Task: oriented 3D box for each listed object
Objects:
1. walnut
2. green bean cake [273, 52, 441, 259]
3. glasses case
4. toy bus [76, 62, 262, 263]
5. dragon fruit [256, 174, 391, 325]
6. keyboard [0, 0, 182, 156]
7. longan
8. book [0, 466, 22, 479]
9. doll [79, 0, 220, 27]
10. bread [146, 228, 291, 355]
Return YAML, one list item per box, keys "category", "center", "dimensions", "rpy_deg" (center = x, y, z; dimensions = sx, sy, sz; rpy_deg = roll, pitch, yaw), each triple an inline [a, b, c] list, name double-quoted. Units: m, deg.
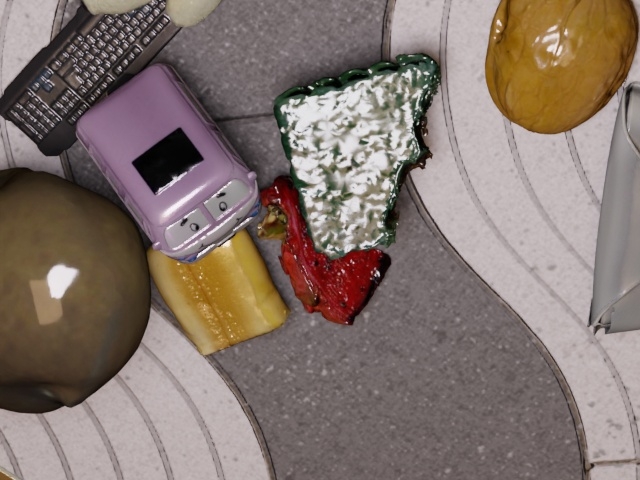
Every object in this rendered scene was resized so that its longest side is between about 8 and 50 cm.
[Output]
- category: "walnut"
  center: [0.271, -0.205, 1.790]
  dimensions: [0.167, 0.087, 0.211]
  rpy_deg: [12, 113, -3]
- category: "green bean cake"
  center: [0.061, -0.097, 1.824]
  dimensions: [0.193, 0.107, 0.208]
  rpy_deg: [-14, 96, 3]
- category: "glasses case"
  center: [0.387, -0.022, 1.850]
  dimensions: [0.128, 0.083, 0.308]
  rpy_deg: [5, 112, 5]
- category: "toy bus"
  center: [-0.169, -0.084, 1.818]
  dimensions: [0.142, 0.142, 0.202]
  rpy_deg: [-36, 79, -4]
- category: "dragon fruit"
  center: [-0.004, 0.008, 1.900]
  dimensions: [0.122, 0.092, 0.192]
  rpy_deg: [-26, 107, 15]
- category: "keyboard"
  center: [-0.267, -0.211, 1.882]
  dimensions: [0.106, 0.016, 0.262]
  rpy_deg: [43, 110, -11]
- category: "longan"
  center: [-0.333, 0.054, 1.833]
  dimensions: [0.288, 0.288, 0.350]
  rpy_deg: [54, 151, -14]
- category: "book"
  center: [-0.406, 0.374, 2.131]
  dimensions: [0.172, 0.012, 0.118]
  rpy_deg: [35, 111, -8]
- category: "doll"
  center: [-0.153, -0.338, 1.770]
  dimensions: [0.278, 0.175, 0.149]
  rpy_deg: [-10, 72, 11]
- category: "bread"
  center: [-0.124, 0.050, 1.933]
  dimensions: [0.134, 0.085, 0.173]
  rpy_deg: [-19, 109, 15]
